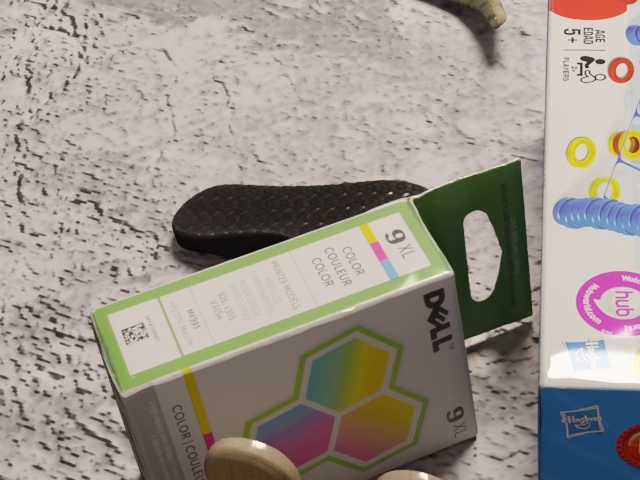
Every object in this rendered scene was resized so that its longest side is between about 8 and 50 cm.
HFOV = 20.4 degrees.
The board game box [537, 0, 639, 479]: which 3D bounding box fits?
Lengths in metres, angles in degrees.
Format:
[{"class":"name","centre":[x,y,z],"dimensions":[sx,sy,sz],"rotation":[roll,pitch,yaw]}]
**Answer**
[{"class":"board game box","centre":[0.253,-0.011,0.819],"dimensions":[0.302,0.086,0.308],"rotation":[0,43,8]}]

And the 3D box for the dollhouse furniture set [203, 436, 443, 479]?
[{"class":"dollhouse furniture set","centre":[-0.077,0.158,0.673],"dimensions":[0.242,0.161,0.212],"rotation":[7,45,21]}]

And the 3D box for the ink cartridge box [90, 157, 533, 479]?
[{"class":"ink cartridge box","centre":[0.011,0.052,0.809],"dimensions":[0.209,0.109,0.062],"rotation":[-20,42,-9]}]

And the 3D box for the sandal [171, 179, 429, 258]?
[{"class":"sandal","centre":[0.000,0.000,0.930],"dimensions":[0.179,0.040,0.067],"rotation":[5,37,40]}]

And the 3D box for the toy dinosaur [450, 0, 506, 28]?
[{"class":"toy dinosaur","centre":[0.056,-0.211,1.131],"dimensions":[0.118,0.064,0.268],"rotation":[-40,50,-19]}]
